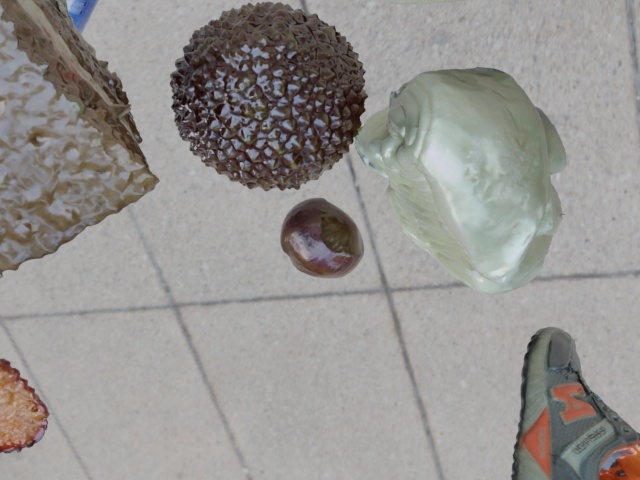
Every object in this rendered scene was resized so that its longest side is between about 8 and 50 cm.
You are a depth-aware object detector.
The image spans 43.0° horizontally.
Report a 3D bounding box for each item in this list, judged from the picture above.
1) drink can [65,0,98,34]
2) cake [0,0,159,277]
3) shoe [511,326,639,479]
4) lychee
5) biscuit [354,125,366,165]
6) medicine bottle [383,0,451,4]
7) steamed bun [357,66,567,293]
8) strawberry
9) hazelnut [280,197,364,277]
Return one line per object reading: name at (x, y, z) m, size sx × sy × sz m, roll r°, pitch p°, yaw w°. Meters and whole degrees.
drink can at (-0.602, -0.561, 1.967) m, size 0.097 × 0.097 × 0.235 m, roll 38°, pitch 134°, yaw -8°
cake at (-0.349, -0.135, 0.827) m, size 0.282 × 0.290 × 0.255 m, roll -29°, pitch 130°, yaw 2°
shoe at (0.324, 0.233, 0.976) m, size 0.171 × 0.336 × 0.132 m, roll 4°, pitch 128°, yaw 17°
lychee at (-0.072, -0.186, 1.019) m, size 0.272 × 0.271 × 0.271 m, roll 9°, pitch 124°, yaw 13°
biscuit at (0.224, -0.244, 1.691) m, size 0.323 × 0.038 × 0.099 m, roll -21°, pitch 118°, yaw -1°
medicine bottle at (0.201, -0.575, 1.560) m, size 0.406 × 0.235 × 0.235 m, roll -10°, pitch 127°, yaw -21°
steamed bun at (0.226, -0.107, 1.193) m, size 0.247 × 0.339 × 0.352 m, roll -40°, pitch 109°, yaw -6°
strawberry at (-0.585, 0.275, 1.391) m, size 0.236 × 0.190 × 0.111 m, roll 38°, pitch 173°, yaw -40°
hazelnut at (0.006, -0.006, 1.890) m, size 0.201 × 0.170 × 0.160 m, roll 47°, pitch 160°, yaw 7°
